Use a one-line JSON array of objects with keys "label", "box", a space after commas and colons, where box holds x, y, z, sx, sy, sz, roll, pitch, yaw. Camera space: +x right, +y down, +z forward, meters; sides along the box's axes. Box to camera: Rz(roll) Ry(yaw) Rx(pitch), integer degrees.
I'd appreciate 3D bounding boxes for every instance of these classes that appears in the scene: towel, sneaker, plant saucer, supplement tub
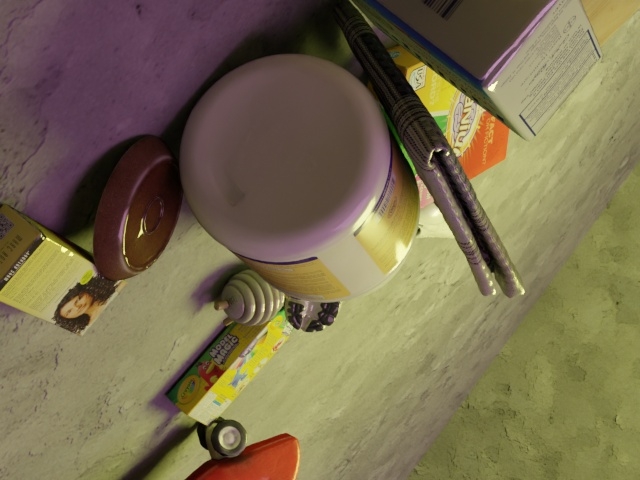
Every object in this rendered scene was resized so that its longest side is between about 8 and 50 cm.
[{"label": "towel", "box": [0.126, -0.102, 1.538, 0.056, 0.312, 0.324, -32, 137, 5]}, {"label": "sneaker", "box": [0.000, 0.000, 1.890, 0.110, 0.107, 0.275, -119, -133, -65]}, {"label": "plant saucer", "box": [-0.195, -0.031, 1.400, 0.168, 0.029, 0.169, 17, 90, -73]}, {"label": "sneaker", "box": [0.198, -0.043, 2.262, 0.095, 0.090, 0.235, -39, 158, 6]}, {"label": "supplement tub", "box": [-0.010, -0.059, 1.518, 0.241, 0.241, 0.331, -49, 161, -3]}]

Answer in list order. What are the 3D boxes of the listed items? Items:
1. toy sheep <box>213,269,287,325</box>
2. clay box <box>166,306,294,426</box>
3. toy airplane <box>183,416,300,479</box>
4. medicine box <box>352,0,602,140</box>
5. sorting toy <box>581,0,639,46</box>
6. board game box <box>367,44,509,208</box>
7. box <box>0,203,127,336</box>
[{"label": "toy sheep", "box": [-0.102, 0.084, 1.818, 0.132, 0.091, 0.091, -21, 146, -44]}, {"label": "clay box", "box": [-0.133, 0.185, 1.976, 0.222, 0.053, 0.127, -49, 161, -6]}, {"label": "toy airplane", "box": [-0.209, 0.498, 2.041, 0.384, 0.272, 0.386, -35, -172, 28]}, {"label": "medicine box", "box": [0.169, -0.273, 1.482, 0.149, 0.263, 0.289, -51, 160, 5]}, {"label": "sorting toy", "box": [0.313, -0.361, 1.780, 0.257, 0.089, 0.255, -45, 132, -14]}, {"label": "board game box", "box": [0.179, -0.188, 1.849, 0.316, 0.064, 0.242, -30, 133, -45]}, {"label": "box", "box": [-0.293, 0.036, 1.352, 0.087, 0.058, 0.232, -50, 160, -1]}]
